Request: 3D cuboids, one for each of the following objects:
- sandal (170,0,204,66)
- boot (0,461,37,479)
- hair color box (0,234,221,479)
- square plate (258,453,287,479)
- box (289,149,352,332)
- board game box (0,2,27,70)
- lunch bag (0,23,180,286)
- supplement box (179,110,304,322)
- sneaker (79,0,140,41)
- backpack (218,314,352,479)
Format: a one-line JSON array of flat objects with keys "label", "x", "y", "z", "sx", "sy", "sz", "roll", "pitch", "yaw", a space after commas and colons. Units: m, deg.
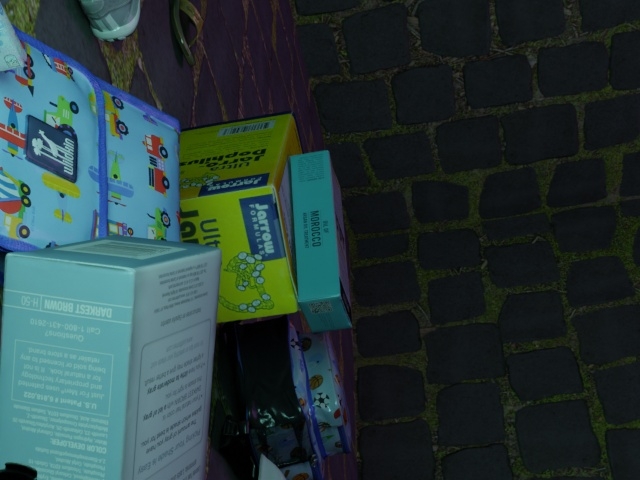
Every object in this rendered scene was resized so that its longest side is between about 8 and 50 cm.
[{"label": "sandal", "x": -0.223, "y": -0.384, "z": 1.781, "sx": 0.072, "sy": 0.049, "sz": 0.180, "roll": 59, "pitch": 23, "yaw": -71}, {"label": "boot", "x": -0.233, "y": 0.243, "z": 0.667, "sx": 0.137, "sy": 0.076, "sz": 0.198, "roll": 113, "pitch": -7, "yaw": -58}, {"label": "hair color box", "x": -0.175, "y": 0.192, "z": 0.867, "sx": 0.185, "sy": 0.113, "sz": 0.375, "roll": -16, "pitch": 111, "yaw": -74}, {"label": "square plate", "x": -0.027, "y": 0.507, "z": 1.329, "sx": 0.344, "sy": 0.049, "sz": 0.347, "roll": -89, "pitch": 168, "yaw": -60}, {"label": "box", "x": 0.000, "y": 0.000, "z": 1.495, "sx": 0.100, "sy": 0.060, "sz": 0.244, "roll": 70, "pitch": 14, "yaw": -57}, {"label": "board game box", "x": -0.296, "y": -0.171, "z": 0.841, "sx": 0.090, "sy": 0.090, "sz": 0.020, "roll": 73, "pitch": 10, "yaw": -46}, {"label": "lunch bag", "x": -0.258, "y": -0.059, "z": 0.992, "sx": 0.293, "sy": 0.138, "sz": 0.221, "roll": 39, "pitch": 43, "yaw": -61}, {"label": "supplement box", "x": -0.127, "y": -0.042, "z": 1.573, "sx": 0.356, "sy": 0.195, "sz": 0.194, "roll": -82, "pitch": 162, "yaw": -67}, {"label": "sneaker", "x": -0.270, "y": -0.374, "z": 1.299, "sx": 0.132, "sy": 0.086, "sz": 0.229, "roll": 54, "pitch": 29, "yaw": -69}, {"label": "backpack", "x": -0.057, "y": 0.284, "z": 1.762, "sx": 0.277, "sy": 0.213, "sz": 0.263, "roll": -94, "pitch": -177, "yaw": -48}]
